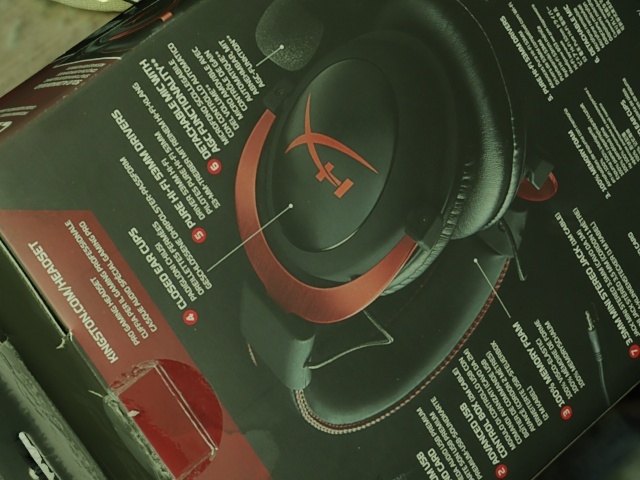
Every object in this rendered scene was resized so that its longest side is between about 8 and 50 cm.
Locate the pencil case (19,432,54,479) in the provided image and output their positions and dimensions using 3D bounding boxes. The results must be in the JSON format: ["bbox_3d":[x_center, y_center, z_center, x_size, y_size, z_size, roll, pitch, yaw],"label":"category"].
[{"bbox_3d":[-0.096,0.039,0.819,0.124,0.113,0.273,42,85,12],"label":"pencil case"}]

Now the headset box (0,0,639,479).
[{"bbox_3d":[0.000,0.000,0.709,0.293,0.110,0.218,-40,106,-22],"label":"headset box"}]

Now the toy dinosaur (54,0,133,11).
[{"bbox_3d":[-0.014,-0.140,0.903,0.268,0.064,0.118,-26,61,7],"label":"toy dinosaur"}]

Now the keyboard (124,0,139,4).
[{"bbox_3d":[0.048,-0.163,0.848,0.317,0.033,0.201,20,87,1],"label":"keyboard"}]
